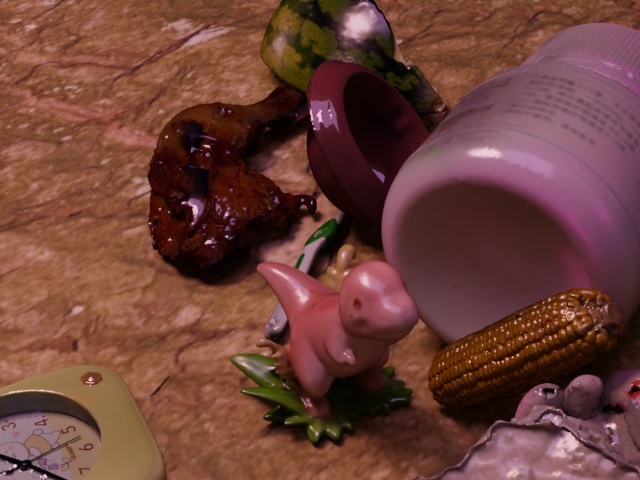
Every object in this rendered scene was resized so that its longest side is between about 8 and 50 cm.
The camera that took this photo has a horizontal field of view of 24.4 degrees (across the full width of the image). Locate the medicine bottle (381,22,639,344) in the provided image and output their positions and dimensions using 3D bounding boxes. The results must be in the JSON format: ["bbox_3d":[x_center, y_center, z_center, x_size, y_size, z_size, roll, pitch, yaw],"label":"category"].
[{"bbox_3d":[0.220,-0.051,1.374,0.241,0.241,0.302,17,41,24],"label":"medicine bottle"}]

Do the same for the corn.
[{"bbox_3d":[0.170,0.094,1.250,0.207,0.068,0.068,-28,15,43],"label":"corn"}]

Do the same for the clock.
[{"bbox_3d":[-0.250,0.195,1.208,0.232,0.069,0.170,-16,39,-17],"label":"clock"}]

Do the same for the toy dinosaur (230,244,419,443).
[{"bbox_3d":[0.003,0.077,1.266,0.152,0.177,0.194,-16,37,-20],"label":"toy dinosaur"}]

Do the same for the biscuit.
[{"bbox_3d":[0.166,0.214,1.113,0.265,0.040,0.188,0,73,13],"label":"biscuit"}]

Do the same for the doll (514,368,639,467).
[{"bbox_3d":[0.245,0.170,1.197,0.192,0.095,0.149,-13,68,-11],"label":"doll"}]

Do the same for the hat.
[{"bbox_3d":[0.043,-0.084,1.503,0.089,0.205,0.205,-29,24,31],"label":"hat"}]

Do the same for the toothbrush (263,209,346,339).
[{"bbox_3d":[0.001,0.001,1.496,0.030,0.030,0.304,9,40,14],"label":"toothbrush"}]

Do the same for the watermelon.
[{"bbox_3d":[0.023,-0.255,1.725,0.159,0.128,0.303,-3,28,-25],"label":"watermelon"}]

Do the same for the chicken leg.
[{"bbox_3d":[-0.094,-0.077,1.571,0.177,0.083,0.322,4,38,-7],"label":"chicken leg"}]
